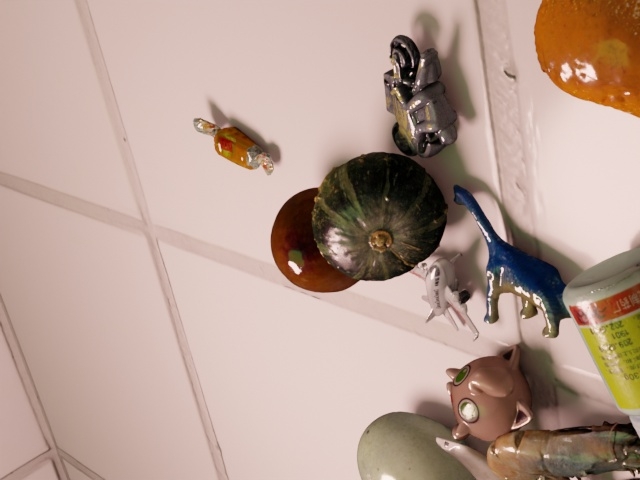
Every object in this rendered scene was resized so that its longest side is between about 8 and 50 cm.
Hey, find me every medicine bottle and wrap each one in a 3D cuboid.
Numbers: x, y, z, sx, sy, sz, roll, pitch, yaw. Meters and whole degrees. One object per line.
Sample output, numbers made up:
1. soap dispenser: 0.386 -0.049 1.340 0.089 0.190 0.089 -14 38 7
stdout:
1. medicine bottle: 0.389 0.127 1.269 0.139 0.139 0.225 -21 98 56

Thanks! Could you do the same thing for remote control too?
1. remote control: 0.258 0.356 1.623 0.229 0.044 0.073 37 165 -30

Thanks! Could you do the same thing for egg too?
1. egg: 0.161 0.371 1.731 0.236 0.169 0.169 35 140 27

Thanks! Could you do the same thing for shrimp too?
1. shrimp: 0.366 0.320 1.474 0.289 0.075 0.178 -16 125 31

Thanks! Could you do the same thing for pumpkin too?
1. pumpkin: 0.079 -0.033 1.521 0.146 0.190 0.190 -125 16 -71

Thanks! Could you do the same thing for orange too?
1. orange: 0.311 -0.207 1.080 0.193 0.193 0.161 24 99 42

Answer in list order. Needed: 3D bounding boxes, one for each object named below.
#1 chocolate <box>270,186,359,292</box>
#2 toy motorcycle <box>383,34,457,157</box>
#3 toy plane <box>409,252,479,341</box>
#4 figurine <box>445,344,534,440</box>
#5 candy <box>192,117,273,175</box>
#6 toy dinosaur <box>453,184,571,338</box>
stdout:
1. chocolate: 0.000 0.000 1.649 0.177 0.177 0.176 33 138 35
2. toy motorcycle: 0.134 -0.175 1.437 0.124 0.061 0.193 40 149 37
3. toy plane: 0.174 0.069 1.566 0.162 0.065 0.171 43 155 24
4. figurine: 0.241 0.223 1.555 0.138 0.125 0.125 -36 86 43
5. candy: -0.140 -0.159 1.828 0.182 0.046 0.053 32 135 28
6. toy dinosaur: 0.271 0.029 1.415 0.248 0.075 0.188 17 125 54
